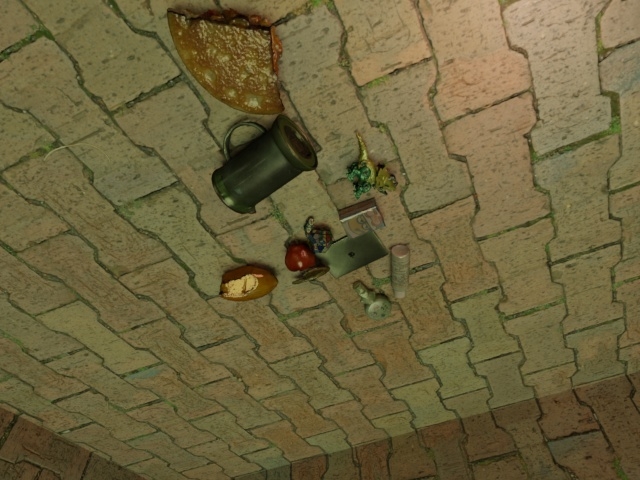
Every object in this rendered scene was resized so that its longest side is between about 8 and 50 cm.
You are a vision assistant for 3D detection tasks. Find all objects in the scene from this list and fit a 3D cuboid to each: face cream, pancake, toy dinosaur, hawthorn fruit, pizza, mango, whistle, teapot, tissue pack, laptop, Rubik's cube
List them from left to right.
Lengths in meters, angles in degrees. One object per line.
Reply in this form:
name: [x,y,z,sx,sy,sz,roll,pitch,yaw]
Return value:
pizza: [-0.242,-0.522,1.188,0.409,0.114,0.278,30,123,-26]
mango: [-0.304,0.182,1.763,0.252,0.126,0.154,-6,119,-7]
teapot: [-0.214,-0.256,1.375,0.337,0.200,0.270,-32,101,23]
hawthorn fruit: [-0.082,0.064,1.679,0.125,0.125,0.140,8,122,-10]
toy dinosaur: [-0.046,-0.054,1.629,0.030,0.047,0.083,14,126,-16]
pancake: [-0.046,0.145,1.748,0.184,0.020,0.190,-19,164,7]
Rubik's cube: [0.000,0.000,1.647,0.093,0.111,0.111,33,124,3]
laptop: [0.130,0.054,1.749,0.269,0.015,0.187,-27,126,18]
tissue pack: [0.159,-0.082,1.607,0.155,0.065,0.115,-21,130,12]
toy dinosaur: [0.155,-0.250,1.457,0.153,0.094,0.259,-27,118,18]
whistle: [0.235,0.278,1.911,0.126,0.067,0.258,-39,118,10]
face cream: [0.341,0.142,1.792,0.082,0.082,0.269,-6,130,1]
